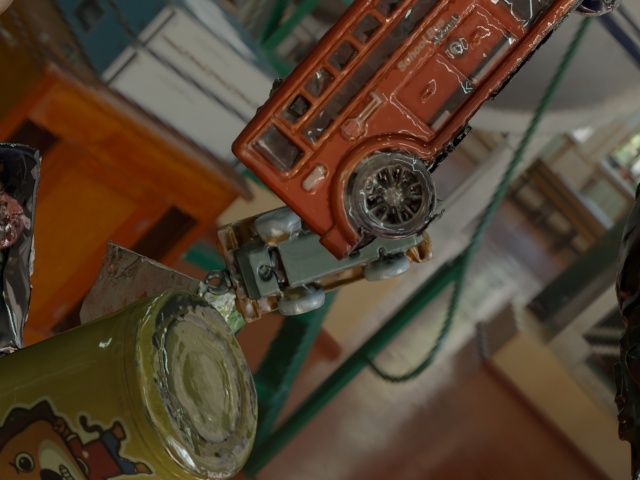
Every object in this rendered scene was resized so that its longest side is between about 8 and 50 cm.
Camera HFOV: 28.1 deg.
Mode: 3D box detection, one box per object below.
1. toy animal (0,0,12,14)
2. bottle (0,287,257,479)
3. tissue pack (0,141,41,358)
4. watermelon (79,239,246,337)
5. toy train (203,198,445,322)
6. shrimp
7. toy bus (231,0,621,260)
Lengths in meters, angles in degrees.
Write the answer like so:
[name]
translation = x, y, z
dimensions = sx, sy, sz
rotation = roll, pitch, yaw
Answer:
[toy animal]
translation = -0.491, -0.381, 1.705
dimensions = 0.229, 0.210, 0.221
rotation = 9, 15, 11
[bottle]
translation = -0.241, 0.178, 1.150
dimensions = 0.171, 0.351, 0.172
rotation = 45, 33, -40
[tissue pack]
translation = -0.468, -0.001, 1.350
dimensions = 0.332, 0.245, 0.123
rotation = 8, -8, -23
[watermelon]
translation = -0.206, 0.095, 1.762
dimensions = 0.305, 0.224, 0.180
rotation = 13, -48, 56
[toy train]
translation = 0.000, 0.000, 1.119
dimensions = 0.127, 0.219, 0.089
rotation = -146, -142, -76
[shrimp]
translation = 0.203, 0.074, 0.732
dimensions = 0.071, 0.233, 0.365
rotation = 5, 21, 16
[toy bus]
translation = 0.092, -0.142, 0.906
dimensions = 0.153, 0.329, 0.143
rotation = 43, 6, 1
